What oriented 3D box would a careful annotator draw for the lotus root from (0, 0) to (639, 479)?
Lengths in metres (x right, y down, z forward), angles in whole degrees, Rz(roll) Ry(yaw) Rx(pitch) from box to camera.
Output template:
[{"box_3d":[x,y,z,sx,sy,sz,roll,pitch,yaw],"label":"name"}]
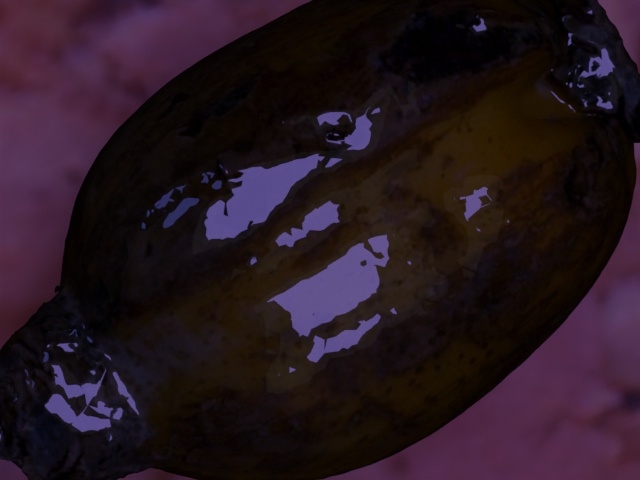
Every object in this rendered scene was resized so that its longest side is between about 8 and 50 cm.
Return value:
[{"box_3d":[0.000,0.000,0.521,0.209,0.120,0.120,-33,93,-11],"label":"lotus root"}]
